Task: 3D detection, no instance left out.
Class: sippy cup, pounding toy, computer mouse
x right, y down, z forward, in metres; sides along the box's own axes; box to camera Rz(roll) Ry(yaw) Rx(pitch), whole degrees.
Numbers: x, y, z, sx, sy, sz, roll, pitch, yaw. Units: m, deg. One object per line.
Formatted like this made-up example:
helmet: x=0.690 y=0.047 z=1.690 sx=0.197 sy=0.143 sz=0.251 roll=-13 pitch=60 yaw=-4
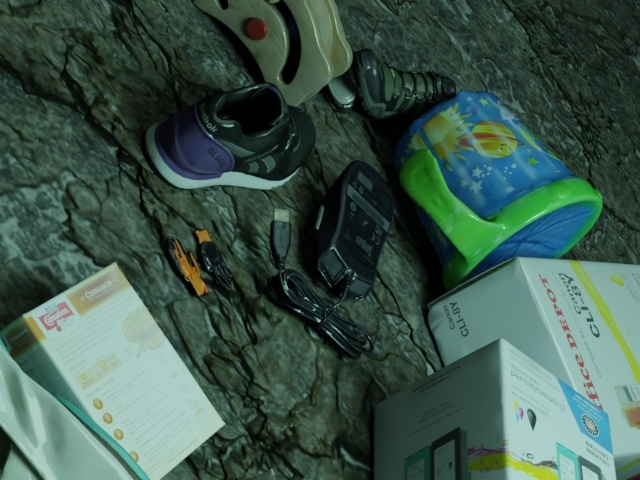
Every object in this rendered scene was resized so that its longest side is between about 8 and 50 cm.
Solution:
sippy cup: x=0.219 y=-0.072 z=1.827 sx=0.224 sy=0.240 sz=0.305 roll=57 pitch=-8 yaw=21
pounding toy: x=-0.081 y=-0.281 z=1.678 sx=0.155 sy=0.154 sz=0.269 roll=-43 pitch=117 yaw=-57
computer mouse: x=0.000 y=0.000 z=1.610 sx=0.184 sy=0.060 sz=0.262 roll=37 pitch=49 yaw=-35

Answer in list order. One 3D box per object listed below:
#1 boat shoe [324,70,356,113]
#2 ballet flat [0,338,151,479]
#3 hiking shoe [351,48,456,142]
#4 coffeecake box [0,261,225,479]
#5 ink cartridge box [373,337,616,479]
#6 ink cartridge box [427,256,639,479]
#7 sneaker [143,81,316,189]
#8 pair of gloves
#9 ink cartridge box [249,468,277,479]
boat shoe: x=0.019 y=-0.228 z=1.848 sx=0.046 sy=0.038 sz=0.125 roll=-15 pitch=62 yaw=-13
ballet flat: x=-0.273 y=0.148 z=1.077 sx=0.400 sy=0.139 sz=0.139 roll=50 pitch=33 yaw=-3
hiking shoe: x=0.122 y=-0.208 z=1.856 sx=0.227 sy=0.114 sz=0.086 roll=39 pitch=32 yaw=-55
coffeecake box: x=-0.192 y=0.131 z=1.227 sx=0.185 sy=0.068 sz=0.142 roll=56 pitch=33 yaw=-1
ink cartridge box: x=0.190 y=0.293 z=1.472 sx=0.198 sy=0.197 sz=0.270 roll=35 pitch=39 yaw=-30
ink cartridge box: x=0.348 y=0.180 z=1.813 sx=0.385 sy=0.160 sz=0.279 roll=4 pitch=59 yaw=-51
sneaker: x=-0.065 y=-0.125 z=1.565 sx=0.283 sy=0.124 sz=0.107 roll=-18 pitch=78 yaw=-57
pair of gloves: x=-0.129 y=0.024 z=1.458 sx=0.083 sy=0.010 sz=0.074 roll=-16 pitch=74 yaw=-59
ink cartridge box: x=-0.036 y=0.280 z=1.309 sx=0.029 sy=0.063 sz=0.115 roll=-6 pitch=67 yaw=-53
